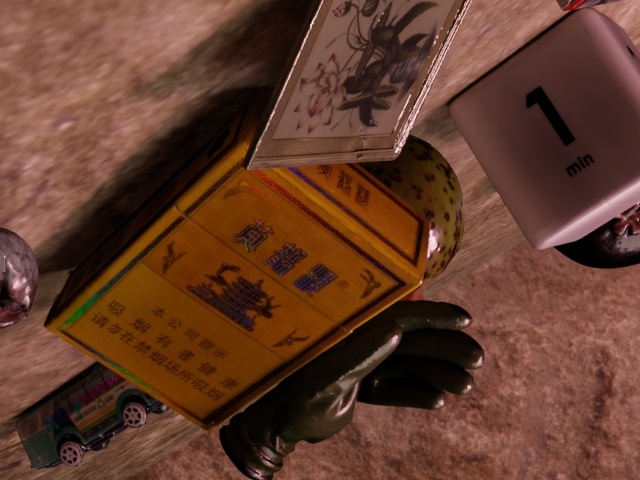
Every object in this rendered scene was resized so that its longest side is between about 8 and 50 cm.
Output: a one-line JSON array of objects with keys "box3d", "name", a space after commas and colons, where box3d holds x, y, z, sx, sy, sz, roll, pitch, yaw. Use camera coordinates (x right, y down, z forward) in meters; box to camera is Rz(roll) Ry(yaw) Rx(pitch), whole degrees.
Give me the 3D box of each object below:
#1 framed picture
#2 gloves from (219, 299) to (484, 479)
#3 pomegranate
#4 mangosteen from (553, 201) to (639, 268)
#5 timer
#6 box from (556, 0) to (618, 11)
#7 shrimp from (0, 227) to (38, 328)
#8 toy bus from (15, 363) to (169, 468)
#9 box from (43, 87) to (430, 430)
[{"box3d": [0.038, -0.131, 0.794, 0.231, 0.010, 0.173, -13, 132, -58], "name": "framed picture"}, {"box3d": [0.024, 0.131, 0.983, 0.268, 0.107, 0.135, -27, 155, 17], "name": "gloves"}, {"box3d": [0.046, 0.017, 1.059, 0.214, 0.248, 0.214, -15, -170, 3], "name": "pomegranate"}, {"box3d": [0.475, -0.099, 1.725, 0.275, 0.275, 0.302, -34, -159, 18], "name": "mangosteen"}, {"box3d": [0.293, -0.122, 1.203, 0.194, 0.195, 0.192, -36, 168, 24], "name": "timer"}, {"box3d": [0.295, -0.259, 1.005, 0.218, 0.039, 0.055, -20, 166, -41], "name": "box"}, {"box3d": [-0.284, 0.032, 0.721, 0.090, 0.079, 0.233, 8, -173, 31], "name": "shrimp"}, {"box3d": [-0.299, 0.232, 1.470, 0.262, 0.109, 0.091, -32, 171, 17], "name": "toy bus"}, {"box3d": [-0.077, 0.031, 0.926, 0.301, 0.193, 0.084, -38, -154, 35], "name": "box"}]
